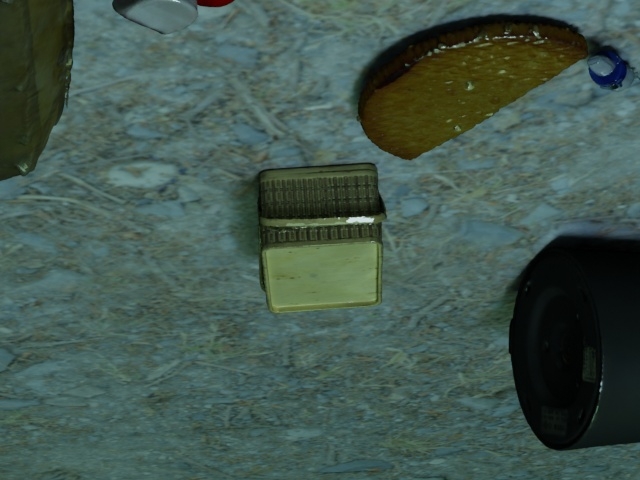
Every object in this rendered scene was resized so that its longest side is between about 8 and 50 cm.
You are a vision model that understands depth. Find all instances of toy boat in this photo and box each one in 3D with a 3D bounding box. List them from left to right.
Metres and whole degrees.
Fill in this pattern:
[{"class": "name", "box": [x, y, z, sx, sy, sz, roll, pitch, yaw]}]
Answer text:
[{"class": "toy boat", "box": [-0.249, -0.143, 1.002, 0.162, 0.135, 0.445, 21, 160, -1]}]

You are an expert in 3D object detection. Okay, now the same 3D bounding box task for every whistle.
[{"class": "whistle", "box": [0.229, -0.134, 1.253, 0.033, 0.029, 0.083, -20, 163, 24]}]

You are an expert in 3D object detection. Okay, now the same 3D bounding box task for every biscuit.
[{"class": "biscuit", "box": [0.104, -0.127, 1.250, 0.126, 0.025, 0.206, 17, 145, -40]}]

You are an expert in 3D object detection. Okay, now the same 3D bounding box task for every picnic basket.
[{"class": "picnic basket", "box": [0.000, 0.000, 1.441, 0.115, 0.079, 0.164, -3, 155, -2]}]

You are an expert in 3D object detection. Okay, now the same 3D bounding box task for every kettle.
[{"class": "kettle", "box": [0.367, 0.122, 1.644, 0.308, 0.203, 0.262, 0, 153, -18]}]

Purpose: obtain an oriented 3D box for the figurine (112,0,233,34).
[{"class": "figurine", "box": [-0.016, -0.241, 0.789, 0.176, 0.186, 0.287, 9, 117, -46]}]
